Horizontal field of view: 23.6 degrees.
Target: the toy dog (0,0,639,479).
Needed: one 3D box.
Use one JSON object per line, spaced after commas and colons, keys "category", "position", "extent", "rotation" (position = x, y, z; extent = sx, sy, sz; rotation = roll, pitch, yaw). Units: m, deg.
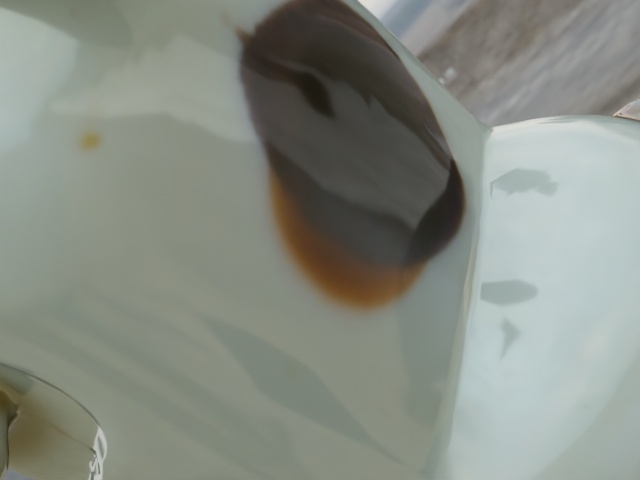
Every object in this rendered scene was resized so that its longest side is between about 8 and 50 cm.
{"category": "toy dog", "position": [0.000, 0.000, 0.586], "extent": [0.395, 0.408, 0.284], "rotation": [-53, 23, 45]}
